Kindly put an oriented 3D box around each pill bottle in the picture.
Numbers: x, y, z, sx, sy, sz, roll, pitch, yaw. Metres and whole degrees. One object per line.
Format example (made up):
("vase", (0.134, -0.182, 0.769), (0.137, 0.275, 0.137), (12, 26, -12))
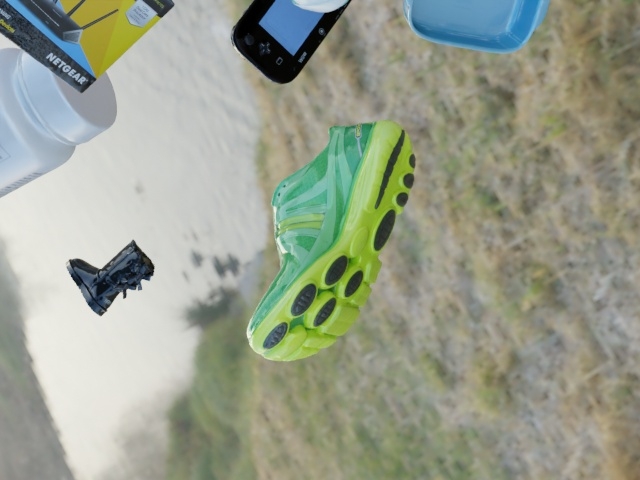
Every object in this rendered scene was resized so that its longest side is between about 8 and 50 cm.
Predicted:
("pill bottle", (-0.401, -0.138, 1.749), (0.160, 0.283, 0.160), (50, -154, -35))

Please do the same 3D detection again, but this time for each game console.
("game console", (0.021, -0.350, 1.878), (0.213, 0.361, 0.044), (38, 159, -10))

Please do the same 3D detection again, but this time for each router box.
("router box", (-0.246, -0.238, 1.357), (0.179, 0.133, 0.046), (37, -165, -47))

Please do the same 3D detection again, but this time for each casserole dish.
("casserole dish", (0.160, -0.262, 1.510), (0.037, 0.188, 0.114), (36, 116, 52))

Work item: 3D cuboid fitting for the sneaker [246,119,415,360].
("sneaker", (0.000, 0.000, 1.522), (0.123, 0.296, 0.109), (12, 153, 37))

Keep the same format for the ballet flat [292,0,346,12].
("ballet flat", (0.043, -0.461, 1.660), (0.139, 0.139, 0.400), (36, 107, 47))

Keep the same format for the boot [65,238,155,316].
("boot", (-0.282, 0.037, 1.916), (0.045, 0.099, 0.121), (46, -178, -45))
